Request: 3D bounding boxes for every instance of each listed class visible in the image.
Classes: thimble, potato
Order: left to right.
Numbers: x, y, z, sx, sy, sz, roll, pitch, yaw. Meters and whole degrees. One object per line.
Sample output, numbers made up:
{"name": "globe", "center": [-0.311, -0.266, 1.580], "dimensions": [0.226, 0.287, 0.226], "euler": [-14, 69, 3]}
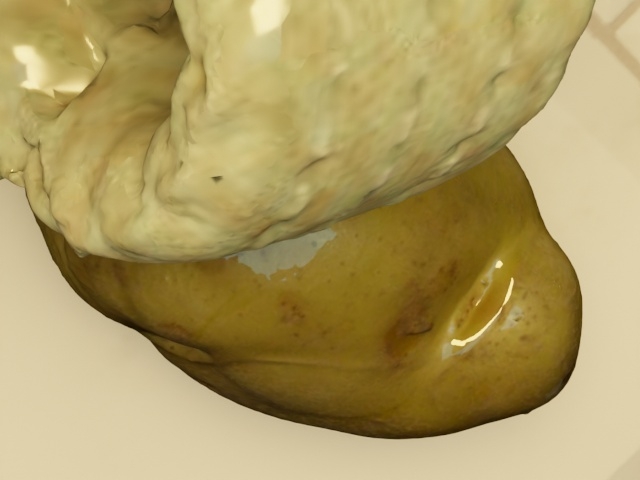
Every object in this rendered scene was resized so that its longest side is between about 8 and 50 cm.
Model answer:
{"name": "thimble", "center": [-0.036, -0.135, 0.832], "dimensions": [0.195, 0.291, 0.291], "euler": [-14, 118, -30]}
{"name": "potato", "center": [0.002, 0.000, 1.080], "dimensions": [0.351, 0.202, 0.218], "euler": [36, 106, -30]}
